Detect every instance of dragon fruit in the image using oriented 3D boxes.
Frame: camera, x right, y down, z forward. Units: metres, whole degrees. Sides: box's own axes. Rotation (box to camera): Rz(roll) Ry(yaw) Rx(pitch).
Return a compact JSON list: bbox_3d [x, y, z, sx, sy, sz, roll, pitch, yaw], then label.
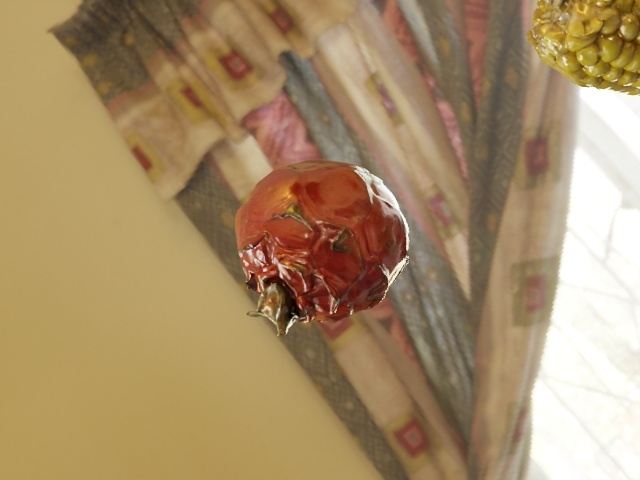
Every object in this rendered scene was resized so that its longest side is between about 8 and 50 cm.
[{"bbox_3d":[0.000,0.000,1.050,0.209,0.172,0.172,-32,-16,-51],"label":"dragon fruit"}]

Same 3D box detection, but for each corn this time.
[{"bbox_3d":[0.245,-0.126,0.589,0.293,0.106,0.106,-2,-31,-20],"label":"corn"}]
